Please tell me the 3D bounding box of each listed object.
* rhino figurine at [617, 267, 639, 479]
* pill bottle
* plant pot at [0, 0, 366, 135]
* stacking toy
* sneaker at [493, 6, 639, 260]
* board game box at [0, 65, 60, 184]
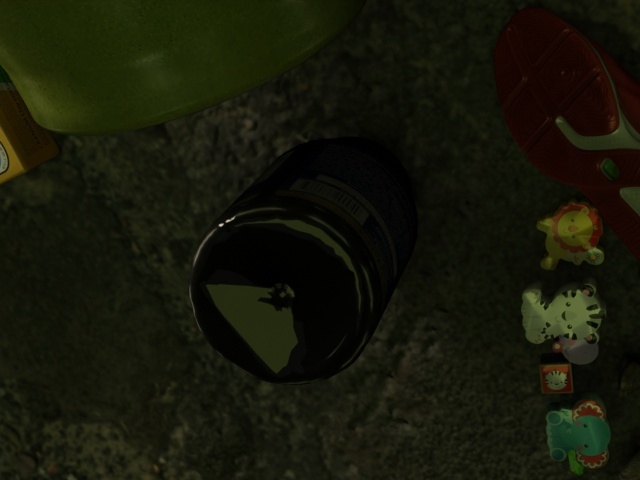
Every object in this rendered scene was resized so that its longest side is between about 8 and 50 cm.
[{"bbox_3d":[0.271,0.106,0.890,0.106,0.073,0.243,10,113,14],"label":"rhino figurine"},{"bbox_3d":[0.000,0.000,0.840,0.122,0.219,0.123,5,110,13],"label":"pill bottle"},{"bbox_3d":[-0.132,-0.267,0.735,0.366,0.366,0.353,-13,117,18],"label":"plant pot"},{"bbox_3d":[0.180,0.097,0.858,0.052,0.167,0.221,-3,107,15],"label":"stacking toy"},{"bbox_3d":[0.217,-0.069,0.845,0.087,0.128,0.221,-48,61,36],"label":"sneaker"},{"bbox_3d":[-0.402,-0.107,0.987,0.316,0.064,0.242,-24,102,20],"label":"board game box"}]
